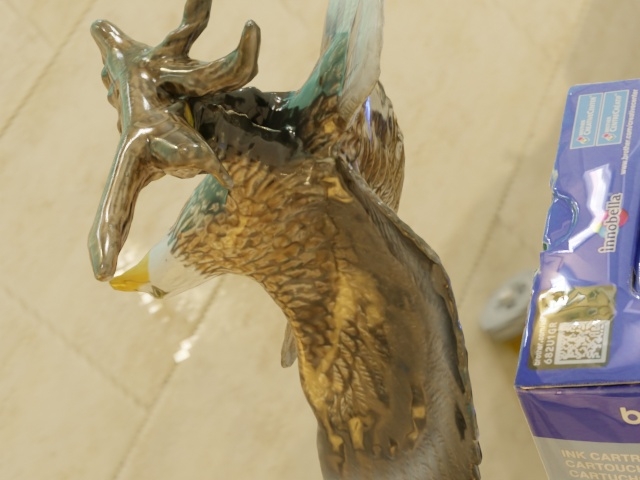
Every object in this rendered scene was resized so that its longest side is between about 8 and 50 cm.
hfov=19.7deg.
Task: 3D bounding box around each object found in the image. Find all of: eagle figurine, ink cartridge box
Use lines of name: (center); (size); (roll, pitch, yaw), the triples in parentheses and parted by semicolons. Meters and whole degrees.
eagle figurine: (-0.008, 0.001, 0.981); (0.298, 0.225, 0.226); (42, 67, -35)
ink cartridge box: (0.242, 0.074, 1.219); (0.395, 0.151, 0.270); (64, 31, -42)
